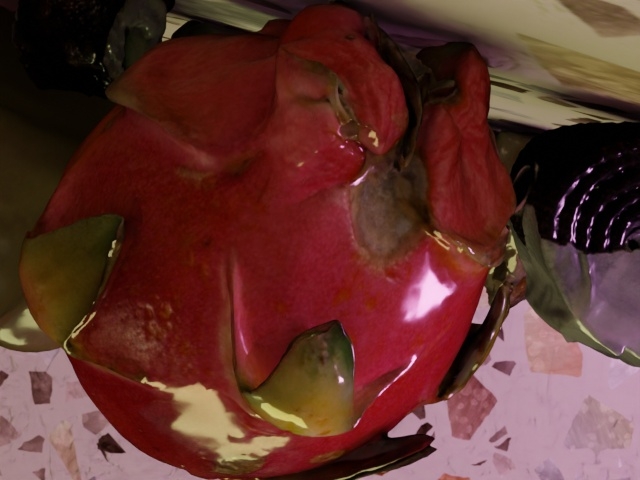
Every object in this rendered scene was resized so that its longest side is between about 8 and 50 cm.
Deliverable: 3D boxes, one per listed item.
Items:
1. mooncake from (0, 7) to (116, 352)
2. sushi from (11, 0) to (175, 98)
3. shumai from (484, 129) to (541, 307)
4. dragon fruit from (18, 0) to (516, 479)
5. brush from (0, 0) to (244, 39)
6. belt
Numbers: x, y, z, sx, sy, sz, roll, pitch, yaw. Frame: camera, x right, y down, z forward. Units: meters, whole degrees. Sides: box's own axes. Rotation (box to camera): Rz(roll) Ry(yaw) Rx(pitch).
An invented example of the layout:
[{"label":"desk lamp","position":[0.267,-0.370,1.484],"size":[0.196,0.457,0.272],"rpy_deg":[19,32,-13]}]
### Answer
[{"label":"mooncake","position":[-0.300,-0.078,0.844],"size":[0.378,0.200,0.378],"rpy_deg":[31,-164,-10]},{"label":"sushi","position":[-0.160,-0.152,0.749],"size":[0.084,0.098,0.094],"rpy_deg":[12,165,15]},{"label":"shumai","position":[0.209,-0.082,1.277],"size":[0.283,0.217,0.346],"rpy_deg":[51,-176,20]},{"label":"dragon fruit","position":[0.000,0.000,0.641],"size":[0.305,0.305,0.226],"rpy_deg":[11,164,-39]},{"label":"brush","position":[-0.137,-0.160,0.894],"size":[0.301,0.084,0.071],"rpy_deg":[19,-177,-34]},{"label":"belt","position":[0.274,0.011,0.794],"size":[0.289,0.184,0.164],"rpy_deg":[20,-172,-9]}]
